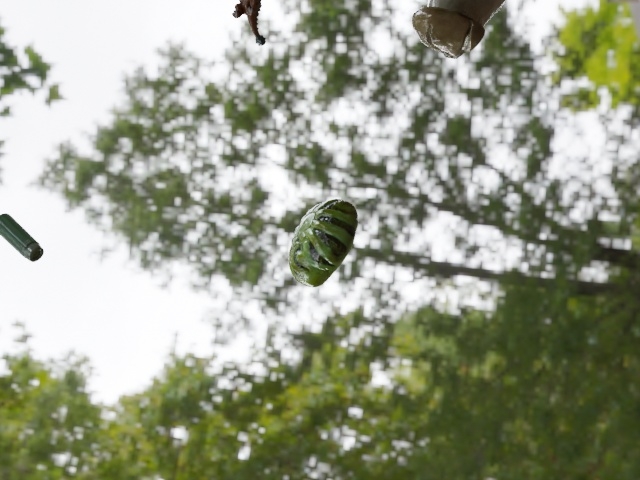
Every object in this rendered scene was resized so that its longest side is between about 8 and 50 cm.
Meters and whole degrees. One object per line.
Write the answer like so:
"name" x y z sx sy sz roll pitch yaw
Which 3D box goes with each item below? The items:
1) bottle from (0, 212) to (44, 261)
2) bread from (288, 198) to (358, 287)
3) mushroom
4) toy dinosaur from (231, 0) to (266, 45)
"bottle" -0.411 -0.003 1.722 0.030 0.083 0.030 -37 -30 -26
"bread" 0.000 0.000 1.888 0.071 0.139 0.130 28 -122 -17
"mushroom" 0.160 -0.274 1.417 0.093 0.116 0.225 96 180 -46
"toy dinosaur" -0.126 -0.411 2.193 0.055 0.049 0.154 -38 -64 -58
